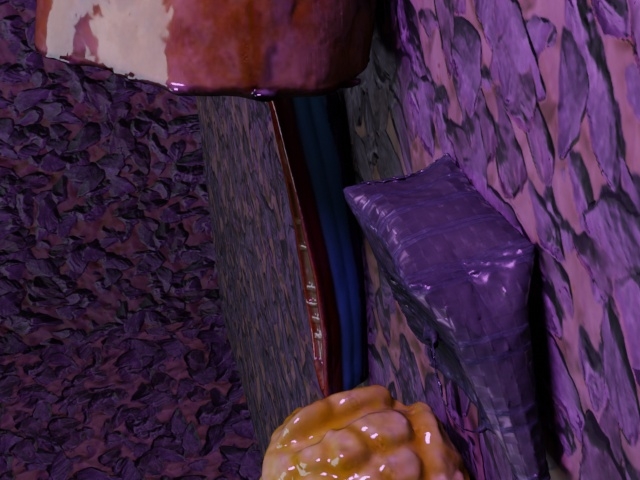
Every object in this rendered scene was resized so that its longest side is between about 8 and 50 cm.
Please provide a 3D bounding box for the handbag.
[{"bbox_3d":[0.096,0.049,0.877,0.270,0.089,0.175,-120,14,-63],"label":"handbag"}]

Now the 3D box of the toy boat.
[{"bbox_3d":[0.000,0.000,1.351,0.136,0.080,0.392,-114,16,-63],"label":"toy boat"}]

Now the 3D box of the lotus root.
[{"bbox_3d":[-0.062,-0.263,1.037,0.316,0.316,0.249,-120,41,-64],"label":"lotus root"}]

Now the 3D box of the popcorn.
[{"bbox_3d":[0.044,0.247,1.040,0.256,0.195,0.255,63,-178,-20],"label":"popcorn"}]
